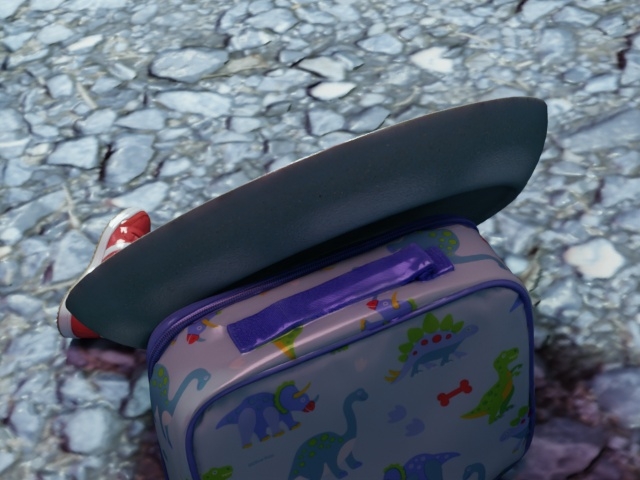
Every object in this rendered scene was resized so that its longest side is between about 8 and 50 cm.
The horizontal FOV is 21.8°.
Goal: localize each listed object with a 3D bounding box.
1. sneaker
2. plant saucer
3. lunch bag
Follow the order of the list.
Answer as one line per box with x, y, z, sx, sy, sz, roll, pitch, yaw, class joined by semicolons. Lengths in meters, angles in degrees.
-0.129;0.025;1.161;0.067;0.042;0.118;6;49;25;sneaker
0.000;0.000;1.017;0.317;0.317;0.044;-20;82;-12;plant saucer
0.015;0.087;0.943;0.219;0.176;0.090;-22;43;-14;lunch bag
